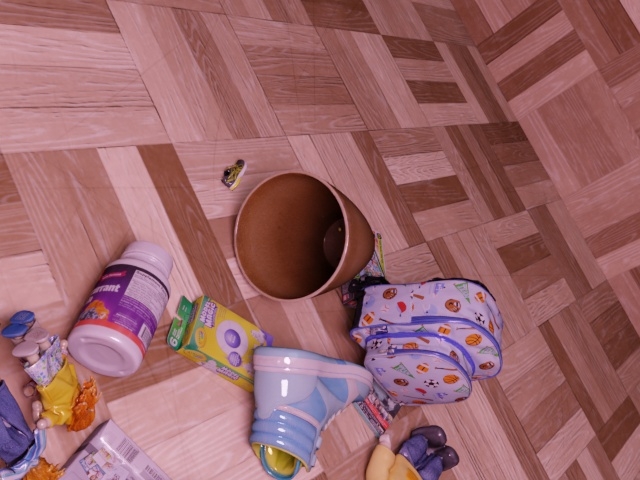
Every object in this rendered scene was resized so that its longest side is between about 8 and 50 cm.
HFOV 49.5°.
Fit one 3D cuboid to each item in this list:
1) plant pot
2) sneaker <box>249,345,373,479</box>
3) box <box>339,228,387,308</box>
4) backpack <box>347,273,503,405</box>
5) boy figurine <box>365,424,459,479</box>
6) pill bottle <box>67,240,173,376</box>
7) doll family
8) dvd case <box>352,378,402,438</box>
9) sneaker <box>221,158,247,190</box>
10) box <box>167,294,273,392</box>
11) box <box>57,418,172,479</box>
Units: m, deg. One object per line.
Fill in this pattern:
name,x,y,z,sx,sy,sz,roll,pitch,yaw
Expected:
plant pot,0.000,0.000,1.344,0.254,0.237,0.237,9,57,-63
sneaker,-0.019,0.301,1.184,0.319,0.127,0.208,27,66,-52
box,0.093,0.059,1.524,0.114,0.036,0.207,23,49,-35
backpack,0.213,0.186,1.326,0.276,0.263,0.213,48,34,-43
boy figurine,0.149,0.443,1.268,0.285,0.092,0.177,-24,85,-55
pill bottle,-0.288,0.095,1.032,0.108,0.108,0.193,38,41,-22
doll family,-0.355,0.218,0.841,0.263,0.118,0.163,-60,143,-49
dvd case,0.117,0.323,1.379,0.087,0.013,0.119,54,39,-3
sneaker,-0.172,-0.137,1.383,0.035,0.031,0.083,36,42,-23
box,-0.166,0.168,1.165,0.179,0.043,0.105,33,43,-24
box,-0.289,0.352,0.905,0.145,0.038,0.186,48,38,-11
